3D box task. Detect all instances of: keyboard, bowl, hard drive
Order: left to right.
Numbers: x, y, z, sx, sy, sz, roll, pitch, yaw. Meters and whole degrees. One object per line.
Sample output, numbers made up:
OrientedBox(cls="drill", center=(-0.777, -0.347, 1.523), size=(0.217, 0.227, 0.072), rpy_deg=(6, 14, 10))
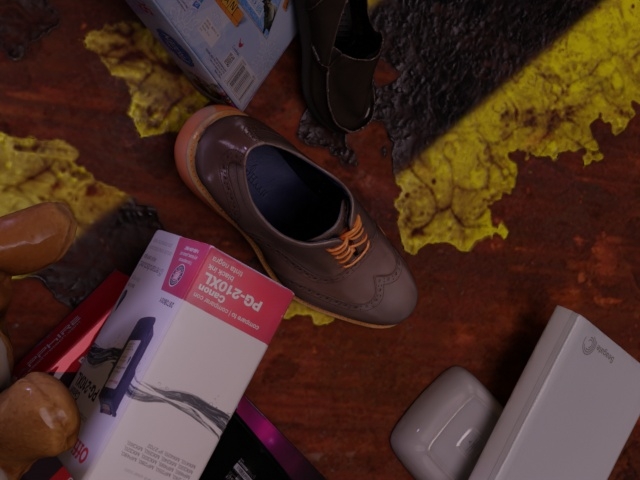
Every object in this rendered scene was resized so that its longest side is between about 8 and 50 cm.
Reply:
OrientedBox(cls="keyboard", center=(-0.097, 0.241, 1.147), size=(0.100, 0.038, 0.192), rpy_deg=(-48, 130, -20))
OrientedBox(cls="bowl", center=(0.171, 0.242, 1.367), size=(0.142, 0.053, 0.142), rpy_deg=(-46, 110, -11))
OrientedBox(cls="hard drive", center=(0.277, 0.282, 1.384), size=(0.233, 0.047, 0.353), rpy_deg=(34, 81, -43))

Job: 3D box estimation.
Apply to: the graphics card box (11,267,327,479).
OrientedBox(cls="graphics card box", center=(-0.167, 0.241, 1.199), size=(0.233, 0.094, 0.371), rpy_deg=(-45, 112, -13))

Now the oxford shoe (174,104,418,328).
OrientedBox(cls="oxford shoe", center=(0.000, 0.000, 1.205), size=(0.363, 0.132, 0.130), rpy_deg=(38, 82, -35))

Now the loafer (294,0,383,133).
OrientedBox(cls="loafer", center=(0.026, -0.195, 1.201), size=(0.080, 0.078, 0.220), rpy_deg=(-42, 140, -24))

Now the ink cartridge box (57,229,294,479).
OrientedBox(cls="ink cartridge box", center=(-0.146, 0.121, 1.050), size=(0.100, 0.172, 0.237), rpy_deg=(31, 82, -24))

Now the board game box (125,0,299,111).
OrientedBox(cls="board game box", center=(-0.066, -0.329, 1.091), size=(0.318, 0.066, 0.319), rpy_deg=(-56, 155, -9))

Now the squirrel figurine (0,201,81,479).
OrientedBox(cls="squirrel figurine", center=(-0.359, 0.209, 0.943), size=(0.281, 0.397, 0.371), rpy_deg=(-16, 84, -59))
